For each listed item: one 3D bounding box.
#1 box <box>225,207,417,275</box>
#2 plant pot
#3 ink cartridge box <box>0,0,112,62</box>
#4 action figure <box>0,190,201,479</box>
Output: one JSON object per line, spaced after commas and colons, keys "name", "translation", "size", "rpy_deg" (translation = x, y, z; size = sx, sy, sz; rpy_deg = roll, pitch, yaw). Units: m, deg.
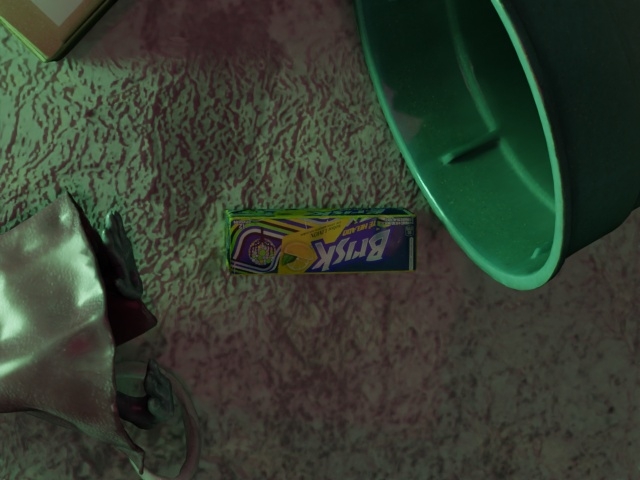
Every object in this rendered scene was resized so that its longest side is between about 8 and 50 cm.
{"name": "box", "translation": [0.000, 0.000, 1.200], "size": [0.169, 0.059, 0.054], "rpy_deg": [-2, 99, -8]}
{"name": "plant pot", "translation": [0.248, -0.177, 1.095], "size": [0.334, 0.341, 0.341], "rpy_deg": [-22, 99, -13]}
{"name": "ink cartridge box", "translation": [-0.170, -0.256, 1.078], "size": [0.088, 0.193, 0.234], "rpy_deg": [43, 89, -11]}
{"name": "action figure", "translation": [-0.320, 0.102, 1.140], "size": [0.370, 0.248, 0.275], "rpy_deg": [-17, 142, 6]}
